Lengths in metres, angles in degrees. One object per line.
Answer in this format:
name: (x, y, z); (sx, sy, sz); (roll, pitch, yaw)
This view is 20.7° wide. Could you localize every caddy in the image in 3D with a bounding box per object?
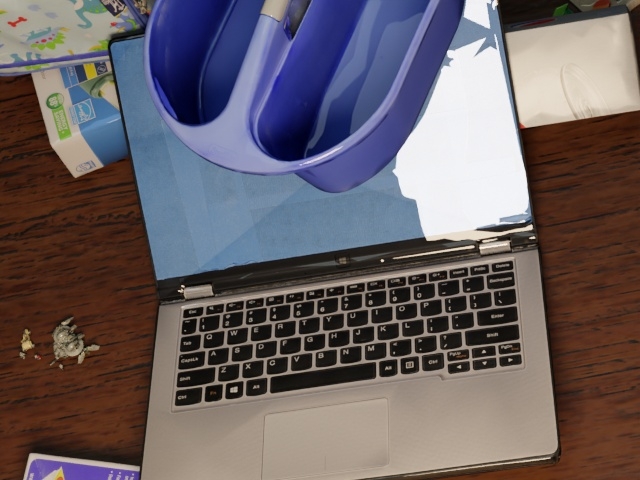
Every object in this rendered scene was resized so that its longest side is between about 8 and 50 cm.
caddy: (-0.011, -0.208, 1.557); (0.241, 0.179, 0.341); (21, 80, 16)

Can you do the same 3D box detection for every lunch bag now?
lunch bag: (-0.271, -0.237, 1.736); (0.219, 0.176, 0.090); (-5, 68, 15)

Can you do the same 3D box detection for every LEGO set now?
LEGO set: (-0.263, 0.103, 1.745); (0.083, 0.023, 0.054); (-15, 63, 7)

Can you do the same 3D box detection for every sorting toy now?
sorting toy: (0.278, -0.242, 1.778); (0.083, 0.012, 0.062); (-38, 63, -6)

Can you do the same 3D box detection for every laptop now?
laptop: (0.000, 0.000, 1.599); (0.382, 0.236, 0.408); (-9, 44, 10)

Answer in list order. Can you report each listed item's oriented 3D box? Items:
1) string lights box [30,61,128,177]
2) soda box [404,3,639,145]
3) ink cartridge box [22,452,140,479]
string lights box: (-0.163, -0.180, 1.821); (0.260, 0.077, 0.133); (-22, 61, 3)
soda box: (0.164, -0.156, 1.703); (0.286, 0.091, 0.098); (-8, 101, 10)
ink cartridge box: (-0.194, 0.310, 1.620); (0.208, 0.045, 0.206); (5, 67, 17)
